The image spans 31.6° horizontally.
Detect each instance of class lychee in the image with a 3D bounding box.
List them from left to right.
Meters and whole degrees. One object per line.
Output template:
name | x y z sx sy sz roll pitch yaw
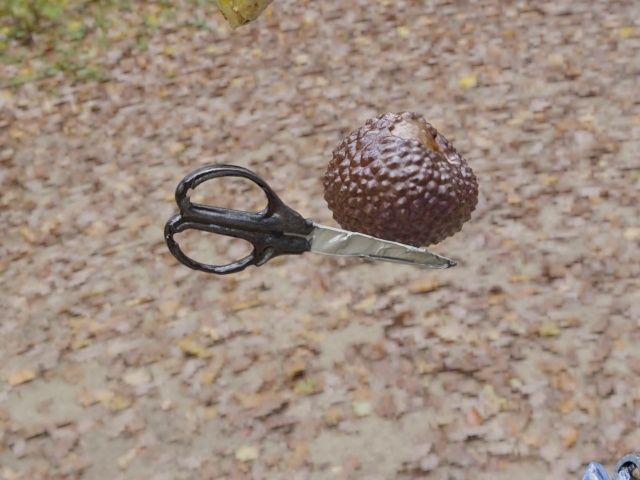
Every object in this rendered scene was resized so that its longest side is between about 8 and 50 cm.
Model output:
lychee | 0.094 -0.066 1.448 0.188 0.188 0.188 -9 27 5

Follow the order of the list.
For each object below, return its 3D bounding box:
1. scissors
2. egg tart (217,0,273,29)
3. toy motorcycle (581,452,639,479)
scissors | 0.000 0.000 1.089 0.300 0.109 0.022 12 20 -20
egg tart | -0.048 -0.507 1.688 0.153 0.351 0.339 37 65 1
toy motorcycle | 0.293 0.313 1.114 0.076 0.114 0.205 14 67 -18
